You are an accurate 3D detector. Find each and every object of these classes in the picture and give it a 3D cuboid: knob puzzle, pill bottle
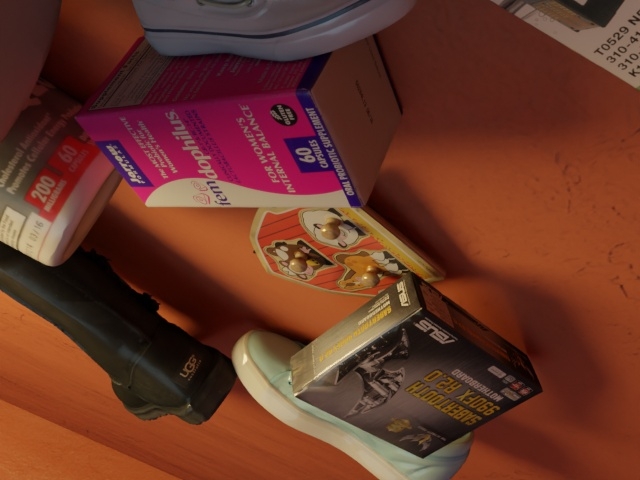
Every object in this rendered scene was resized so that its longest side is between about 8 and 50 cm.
[{"bbox_3d":[0.005,0.021,0.656,0.213,0.030,0.213,12,150,7],"label":"knob puzzle"},{"bbox_3d":[-0.343,-0.110,0.598,0.283,0.161,0.161,31,145,-13],"label":"pill bottle"}]

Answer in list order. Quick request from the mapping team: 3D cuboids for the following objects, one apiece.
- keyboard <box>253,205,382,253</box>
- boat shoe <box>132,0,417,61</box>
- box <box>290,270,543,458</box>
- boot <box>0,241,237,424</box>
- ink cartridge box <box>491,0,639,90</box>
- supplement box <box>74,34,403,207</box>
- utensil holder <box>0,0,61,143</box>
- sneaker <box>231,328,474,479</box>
[{"bbox_3d":[0.000,0.000,0.676,0.180,0.023,0.108,-18,135,43],"label":"keyboard"},{"bbox_3d":[-0.048,-0.171,0.411,0.226,0.083,0.076,2,142,29],"label":"boat shoe"},{"bbox_3d":[0.110,0.152,0.696,0.183,0.056,0.231,-39,125,23],"label":"box"},{"bbox_3d":[-0.374,0.094,0.909,0.445,0.146,0.367,40,149,-21],"label":"boot"},{"bbox_3d":[0.155,-0.175,0.281,0.219,0.093,0.160,27,146,-7],"label":"ink cartridge box"},{"bbox_3d":[-0.064,-0.101,0.494,0.220,0.114,0.111,2,142,30],"label":"supplement box"},{"bbox_3d":[-0.407,-0.188,0.351,0.385,0.328,0.327,33,145,-5],"label":"utensil holder"},{"bbox_3d":[0.054,0.211,0.874,0.366,0.135,0.150,32,114,-5],"label":"sneaker"}]
